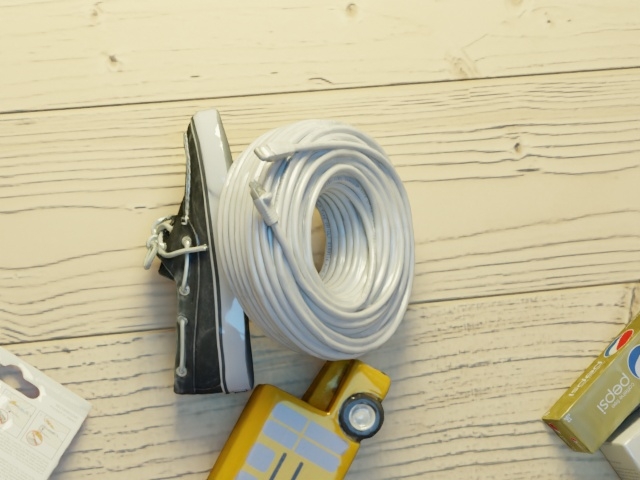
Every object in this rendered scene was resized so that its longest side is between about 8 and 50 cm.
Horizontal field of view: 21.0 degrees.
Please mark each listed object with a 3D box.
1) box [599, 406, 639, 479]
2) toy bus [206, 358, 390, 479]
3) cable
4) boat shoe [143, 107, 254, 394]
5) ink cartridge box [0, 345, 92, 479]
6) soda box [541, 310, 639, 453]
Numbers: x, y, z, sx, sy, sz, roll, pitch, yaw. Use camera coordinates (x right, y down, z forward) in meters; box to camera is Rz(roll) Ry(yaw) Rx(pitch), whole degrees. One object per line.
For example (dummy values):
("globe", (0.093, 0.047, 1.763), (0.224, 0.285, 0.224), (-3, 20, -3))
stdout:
("box", (0.420, 0.260, 1.948), (0.130, 0.091, 0.170), (-35, 93, -12))
("toy bus", (-0.052, 0.269, 1.844), (0.130, 0.108, 0.332), (29, 81, -6))
("cable", (0.000, 0.000, 1.826), (0.257, 0.089, 0.257), (-26, 106, -51))
("boat shoe", (-0.135, 0.014, 1.851), (0.105, 0.113, 0.306), (-5, 100, 1))
("ink cartridge box", (-0.372, 0.219, 1.793), (0.189, 0.066, 0.232), (33, 45, -5))
("soda box", (0.337, 0.158, 1.955), (0.058, 0.061, 0.181), (45, 78, -6))
